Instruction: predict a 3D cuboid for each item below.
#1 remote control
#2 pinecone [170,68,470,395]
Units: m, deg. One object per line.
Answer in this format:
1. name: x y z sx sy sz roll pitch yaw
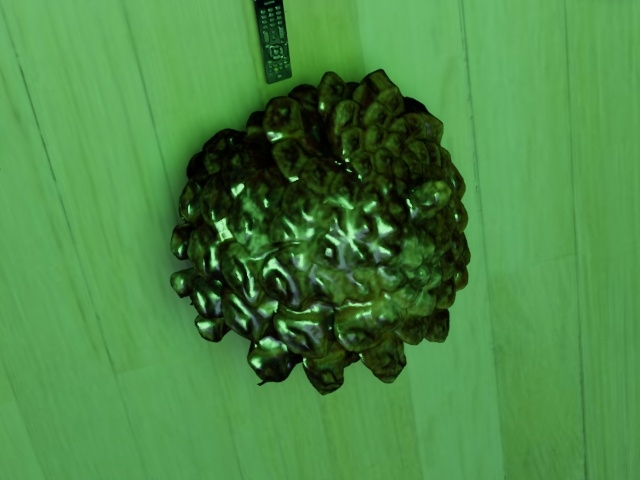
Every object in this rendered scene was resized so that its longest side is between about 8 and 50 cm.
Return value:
1. remote control: -0.048 -0.200 1.115 0.034 0.016 0.091 -21 123 -21
2. pinecone: -0.002 0.001 1.103 0.296 0.242 0.298 -16 90 11
